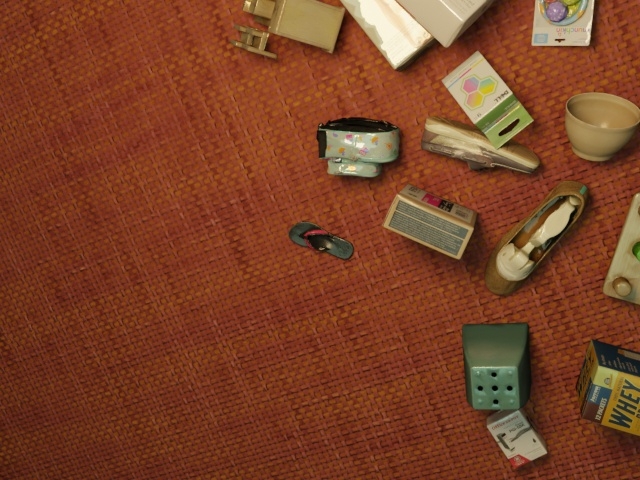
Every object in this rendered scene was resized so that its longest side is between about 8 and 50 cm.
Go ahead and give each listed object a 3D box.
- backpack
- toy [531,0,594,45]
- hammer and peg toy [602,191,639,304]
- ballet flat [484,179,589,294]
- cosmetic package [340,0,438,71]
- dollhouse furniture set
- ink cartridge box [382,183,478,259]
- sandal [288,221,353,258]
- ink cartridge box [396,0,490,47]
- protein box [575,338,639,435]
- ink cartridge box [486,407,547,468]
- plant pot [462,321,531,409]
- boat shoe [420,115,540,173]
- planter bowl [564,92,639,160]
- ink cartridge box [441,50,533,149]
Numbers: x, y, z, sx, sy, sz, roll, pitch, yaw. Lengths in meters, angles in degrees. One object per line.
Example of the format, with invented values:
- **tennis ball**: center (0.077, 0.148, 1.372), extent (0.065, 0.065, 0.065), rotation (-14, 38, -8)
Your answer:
- **backpack**: center (0.100, -0.227, 1.811), extent (0.188, 0.166, 0.144), rotation (-2, 102, 18)
- **toy**: center (0.537, -0.559, 1.665), extent (0.137, 0.056, 0.237), rotation (12, 103, 39)
- **hammer and peg toy**: center (0.824, -0.009, 1.689), extent (0.266, 0.127, 0.361), rotation (17, 105, 11)
- **ballet flat**: center (0.509, 0.002, 1.775), extent (0.116, 0.124, 0.342), rotation (42, 108, 3)
- **cosmetic package**: center (0.139, -0.550, 1.744), extent (0.129, 0.153, 0.296), rotation (-39, 91, 17)
- **dollhouse furniture set**: center (-0.079, -0.541, 1.798), extent (0.161, 0.242, 0.212), rotation (7, 108, -33)
- **ink cartridge box**: center (0.265, -0.050, 1.770), extent (0.193, 0.234, 0.088), rotation (25, 106, 8)
- **sandal**: center (0.000, 0.000, 1.949), extent (0.179, 0.040, 0.067), rotation (20, 106, 10)
- **ink cartridge box**: center (0.305, -0.598, 1.632), extent (0.207, 0.117, 0.283), rotation (43, 72, 2)
- **protein box**: center (0.724, 0.348, 1.751), extent (0.201, 0.200, 0.136), rotation (15, 104, 12)
- **ink cartridge box**: center (0.502, 0.498, 1.915), extent (0.099, 0.056, 0.135), rotation (-34, 92, 19)
- **plant pot**: center (0.423, 0.315, 1.804), extent (0.165, 0.234, 0.166), rotation (-3, 101, 15)
- **boat shoe**: center (0.376, -0.212, 1.783), extent (0.285, 0.103, 0.092), rotation (21, 118, 6)
- **planter bowl**: center (0.628, -0.249, 1.689), extent (0.162, 0.162, 0.109), rotation (10, 131, 12)
- **ink cartridge box**: center (0.382, -0.325, 1.722), extent (0.109, 0.062, 0.209), rotation (-39, 59, 18)
